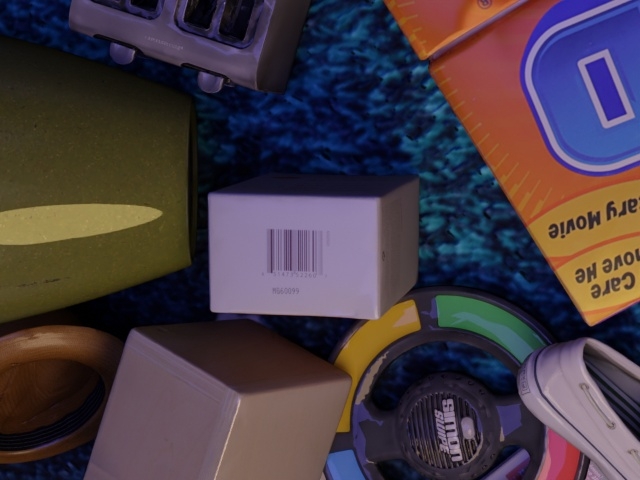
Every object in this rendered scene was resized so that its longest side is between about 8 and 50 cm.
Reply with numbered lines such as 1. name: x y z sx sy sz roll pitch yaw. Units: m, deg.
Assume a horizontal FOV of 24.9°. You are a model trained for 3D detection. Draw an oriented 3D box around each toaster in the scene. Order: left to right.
1. toaster: -0.088 -0.216 1.133 0.168 0.110 0.185 20 103 10

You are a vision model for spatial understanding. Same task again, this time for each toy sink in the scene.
1. toy sink: -0.098 0.193 1.163 0.131 0.153 0.234 26 106 32

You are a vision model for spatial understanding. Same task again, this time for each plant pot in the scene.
1. plant pot: -0.247 -0.046 1.143 0.293 0.275 0.274 1 99 -2

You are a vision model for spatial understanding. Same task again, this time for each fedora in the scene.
1. fedora: -0.248 0.112 1.226 0.194 0.194 0.079 -32 51 17

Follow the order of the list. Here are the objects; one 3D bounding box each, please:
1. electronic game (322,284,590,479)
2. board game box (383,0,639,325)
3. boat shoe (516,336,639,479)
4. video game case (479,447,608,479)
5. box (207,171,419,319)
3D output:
1. electronic game: 0.103 0.150 1.159 0.229 0.048 0.229 1 92 20
2. board game box: 0.231 -0.228 0.898 0.356 0.356 0.356 -30 98 17
3. boat shoe: 0.251 0.151 1.080 0.226 0.083 0.076 32 146 -16
4. video game case: 0.221 0.251 1.172 0.183 0.023 0.201 -42 86 17
5. box: 0.000 0.000 1.112 0.130 0.170 0.091 1 98 14
